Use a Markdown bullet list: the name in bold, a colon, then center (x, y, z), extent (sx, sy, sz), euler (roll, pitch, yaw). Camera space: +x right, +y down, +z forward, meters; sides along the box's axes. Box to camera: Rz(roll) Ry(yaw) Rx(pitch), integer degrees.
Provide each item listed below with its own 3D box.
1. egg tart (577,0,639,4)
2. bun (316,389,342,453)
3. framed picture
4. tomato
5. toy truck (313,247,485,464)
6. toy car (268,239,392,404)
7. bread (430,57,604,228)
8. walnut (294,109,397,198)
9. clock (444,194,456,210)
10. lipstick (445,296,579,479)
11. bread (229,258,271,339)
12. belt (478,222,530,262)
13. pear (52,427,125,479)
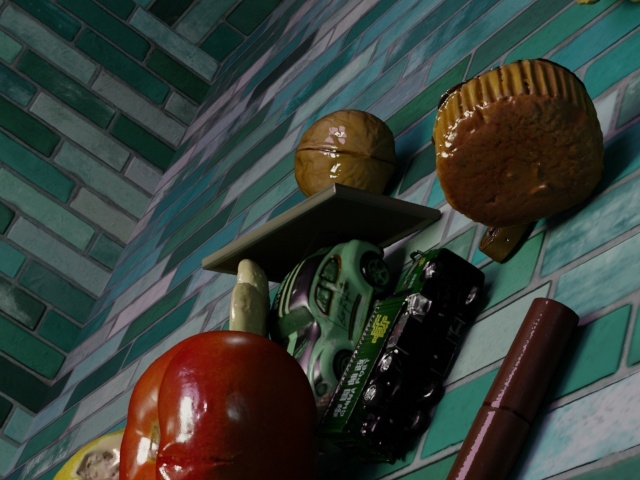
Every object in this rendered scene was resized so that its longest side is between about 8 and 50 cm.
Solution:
- **egg tart**: center (0.436, -0.406, 1.750), extent (0.279, 0.095, 0.279), euler (-50, 11, 14)
- **bun**: center (0.023, 0.233, 1.711), extent (0.086, 0.055, 0.086), euler (-43, 34, 38)
- **framed picture**: center (0.000, 0.000, 1.937), extent (0.289, 0.211, 0.020), euler (-29, 60, 40)
- **tomato**: center (-0.117, 0.255, 1.651), extent (0.298, 0.226, 0.298), euler (-24, 63, 60)
- **toy truck**: center (0.102, 0.137, 1.621), extent (0.259, 0.088, 0.121), euler (-63, 18, -21)
- **toy car**: center (-0.005, 0.115, 1.865), extent (0.136, 0.125, 0.306), euler (-30, 30, 43)
- **bread**: center (0.227, -0.104, 1.547), extent (0.199, 0.199, 0.104), euler (-47, 21, 27)
- **walnut**: center (0.041, -0.130, 2.196), extent (0.167, 0.167, 0.207), euler (-59, 15, -13)
- **clock**: center (0.240, -0.125, 1.807), extent (0.205, 0.051, 0.205), euler (-49, 18, 22)
- **lipstick**: center (0.164, 0.219, 1.335), extent (0.357, 0.057, 0.057), euler (-61, 17, -19)
- **bread**: center (-0.106, 0.183, 1.930), extent (0.316, 0.054, 0.316), euler (5, -90, -88)
- **belt**: center (0.229, -0.014, 1.651), extent (0.083, 0.036, 0.059), euler (-56, 10, -5)
- **pear**: center (-0.250, 0.381, 1.840), extent (0.271, 0.271, 0.271), euler (-49, 17, 21)
